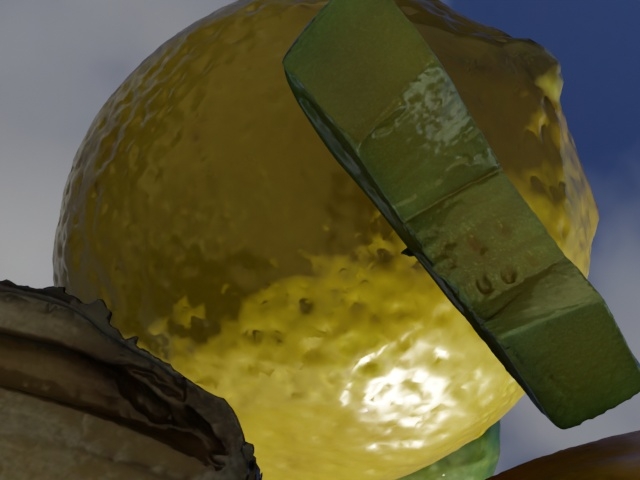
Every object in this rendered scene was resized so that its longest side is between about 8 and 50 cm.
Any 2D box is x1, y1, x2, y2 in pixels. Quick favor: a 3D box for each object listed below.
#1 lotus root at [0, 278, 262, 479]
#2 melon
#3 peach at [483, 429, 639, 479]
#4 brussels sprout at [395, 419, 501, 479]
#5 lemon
[{"bbox_3d":[-0.170,0.104,0.983,0.329,0.078,0.167,16,-106,24],"label":"lotus root"},{"bbox_3d":[0.064,-0.011,0.851,0.064,0.118,0.209,-34,-108,-3],"label":"melon"},{"bbox_3d":[0.171,0.229,0.836,0.373,0.373,0.289,-10,-83,-32],"label":"peach"},{"bbox_3d":[0.069,0.155,1.522,0.162,0.180,0.144,6,-152,37],"label":"brussels sprout"},{"bbox_3d":[-0.002,0.001,1.177,0.336,0.336,0.336,13,-135,-14],"label":"lemon"}]
